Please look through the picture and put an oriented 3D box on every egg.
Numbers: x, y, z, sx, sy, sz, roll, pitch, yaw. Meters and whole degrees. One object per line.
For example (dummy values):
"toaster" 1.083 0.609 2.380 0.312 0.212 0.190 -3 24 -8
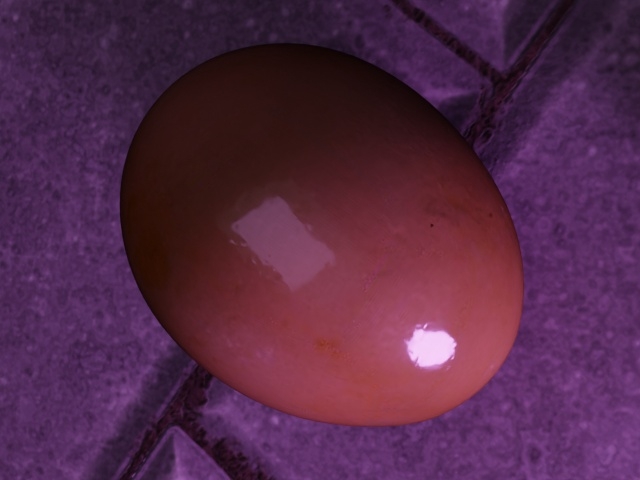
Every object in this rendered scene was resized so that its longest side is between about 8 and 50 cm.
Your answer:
"egg" 0.000 0.000 1.199 0.374 0.301 0.301 45 112 14
